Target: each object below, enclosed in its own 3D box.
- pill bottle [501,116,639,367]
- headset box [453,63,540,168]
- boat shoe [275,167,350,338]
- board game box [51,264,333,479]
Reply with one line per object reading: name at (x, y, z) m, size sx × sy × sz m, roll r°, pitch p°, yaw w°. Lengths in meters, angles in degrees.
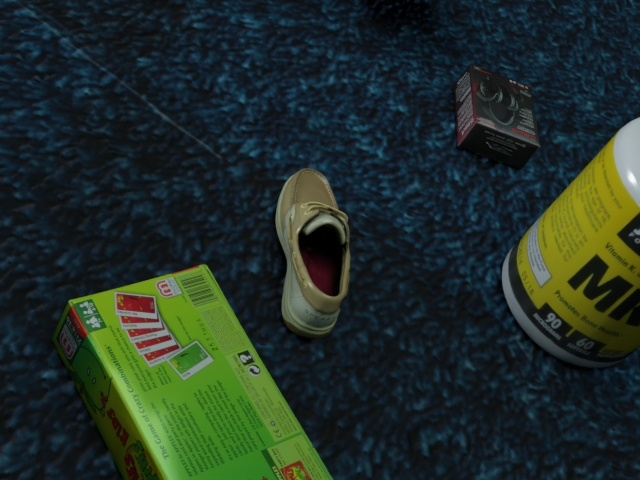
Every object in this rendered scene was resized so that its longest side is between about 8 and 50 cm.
pill bottle at (0.227, -0.011, 0.750) m, size 0.119 × 0.208 × 0.119 m, roll 16°, pitch 47°, yaw -18°
headset box at (0.146, -0.101, 0.904) m, size 0.062 × 0.032 × 0.083 m, roll 18°, pitch 45°, yaw -16°
boat shoe at (0.000, 0.000, 0.725) m, size 0.050 × 0.045 × 0.135 m, roll 12°, pitch 49°, yaw -22°
board game box at (-0.065, 0.106, 0.600) m, size 0.092 × 0.043 × 0.181 m, roll -16°, pitch 63°, yaw -38°
